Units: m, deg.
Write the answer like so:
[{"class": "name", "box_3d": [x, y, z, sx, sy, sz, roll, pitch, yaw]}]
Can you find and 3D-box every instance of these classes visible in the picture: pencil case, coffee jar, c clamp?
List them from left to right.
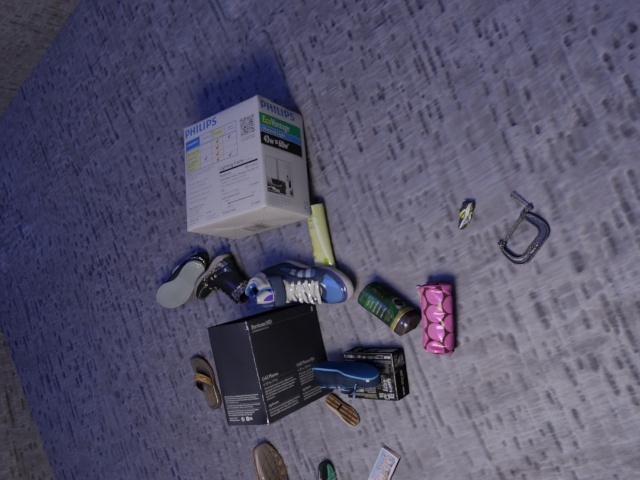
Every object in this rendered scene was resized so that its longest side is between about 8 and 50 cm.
[{"class": "coffee jar", "box_3d": [0.207, 0.205, 1.782, 0.184, 0.096, 0.079, 38, 118, 27]}, {"class": "pencil case", "box_3d": [0.330, 0.223, 1.702, 0.098, 0.095, 0.209, -4, 91, 0]}, {"class": "c clamp", "box_3d": [0.528, -0.021, 1.579, 0.137, 0.022, 0.160, 33, 112, 22]}]

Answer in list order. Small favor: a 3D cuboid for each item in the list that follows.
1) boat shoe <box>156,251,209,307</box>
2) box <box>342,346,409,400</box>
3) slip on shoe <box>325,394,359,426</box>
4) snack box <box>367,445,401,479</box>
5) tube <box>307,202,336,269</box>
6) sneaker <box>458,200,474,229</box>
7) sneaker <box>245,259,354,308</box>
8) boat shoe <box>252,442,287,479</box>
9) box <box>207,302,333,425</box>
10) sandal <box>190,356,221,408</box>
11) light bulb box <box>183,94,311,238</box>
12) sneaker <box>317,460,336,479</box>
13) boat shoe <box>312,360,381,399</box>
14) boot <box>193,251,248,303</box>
[{"class": "boat shoe", "box_3d": [-0.526, 0.155, 2.303, 0.114, 0.091, 0.303, 43, 122, -17]}, {"class": "box", "box_3d": [0.171, 0.410, 1.841, 0.180, 0.078, 0.147, -7, 91, 36]}, {"class": "slip on shoe", "box_3d": [0.070, 0.563, 1.954, 0.135, 0.051, 0.041, 33, 153, 20]}, {"class": "snack box", "box_3d": [0.196, 0.743, 1.894, 0.064, 0.022, 0.178, 30, 112, 30]}, {"class": "tube", "box_3d": [0.000, 0.000, 1.931, 0.062, 0.070, 0.239, -11, 95, -6]}, {"class": "sneaker", "box_3d": [0.401, -0.071, 1.659, 0.035, 0.031, 0.083, 34, 110, 43]}, {"class": "sneaker", "box_3d": [-0.085, 0.167, 1.883, 0.323, 0.236, 0.130, 14, 121, 38]}, {"class": "boat shoe", "box_3d": [-0.179, 0.887, 2.118, 0.116, 0.123, 0.324, -29, 77, 36]}, {"class": "box", "box_3d": [-0.151, 0.384, 1.905, 0.179, 0.343, 0.312, -14, 87, 36]}, {"class": "sandal", "box_3d": [-0.454, 0.555, 2.309, 0.090, 0.060, 0.219, -26, 80, 34]}, {"class": "light bulb box", "box_3d": [-0.246, -0.223, 1.939, 0.358, 0.225, 0.360, -14, 75, 36]}, {"class": "sneaker", "box_3d": [0.004, 0.855, 2.008, 0.098, 0.083, 0.223, -10, 90, 41]}, {"class": "boat shoe", "box_3d": [0.088, 0.421, 1.806, 0.258, 0.109, 0.088, -3, 101, 52]}, {"class": "boot", "box_3d": [-0.359, 0.180, 2.188, 0.178, 0.085, 0.236, 48, 119, 19]}]
